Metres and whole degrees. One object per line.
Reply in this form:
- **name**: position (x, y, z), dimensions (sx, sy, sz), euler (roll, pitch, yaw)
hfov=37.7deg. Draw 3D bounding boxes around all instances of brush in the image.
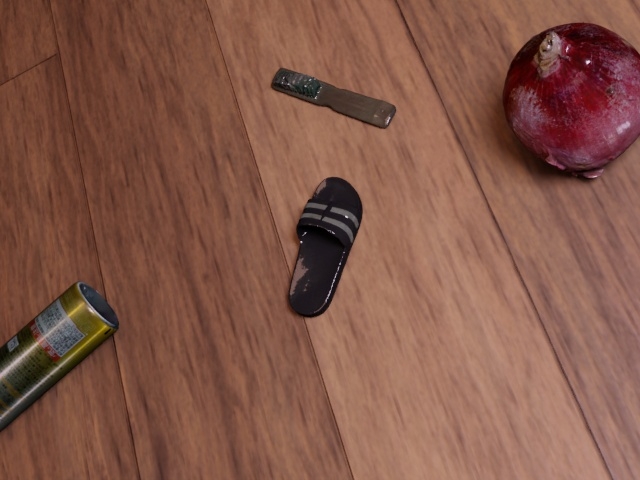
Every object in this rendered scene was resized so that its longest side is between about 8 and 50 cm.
- **brush**: position (0.011, -0.189, 1.205), dimensions (0.190, 0.027, 0.034), euler (25, 81, 30)

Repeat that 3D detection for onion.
- **onion**: position (0.262, -0.163, 0.985), dimensions (0.159, 0.195, 0.159), euler (-13, 65, 29)

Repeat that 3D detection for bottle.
- **bottle**: position (-0.386, 0.173, 1.183), dimensions (0.286, 0.082, 0.082), euler (-41, 58, 2)

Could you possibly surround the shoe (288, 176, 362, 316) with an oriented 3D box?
- **shoe**: position (0.000, 0.000, 1.111), dimensions (0.071, 0.049, 0.179), euler (7, 70, 25)
